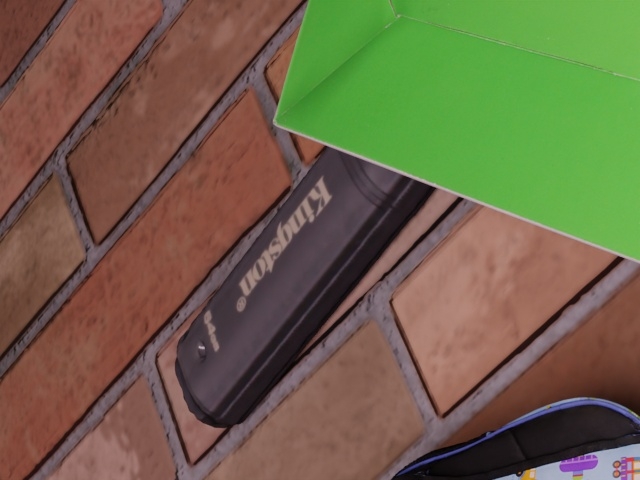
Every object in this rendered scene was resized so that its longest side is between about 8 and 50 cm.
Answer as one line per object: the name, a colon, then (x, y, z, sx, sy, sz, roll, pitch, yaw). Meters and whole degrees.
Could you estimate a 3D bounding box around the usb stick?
usb stick: (0.000, 0.000, 1.025, 0.278, 0.045, 0.077, -52, 48, 27)

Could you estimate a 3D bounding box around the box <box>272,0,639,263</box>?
box: (0.155, -0.050, 0.723, 0.262, 0.231, 0.127, 24, 99, 49)

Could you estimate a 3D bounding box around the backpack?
backpack: (0.120, 0.155, 0.799, 0.173, 0.117, 0.158, -32, 58, 40)
